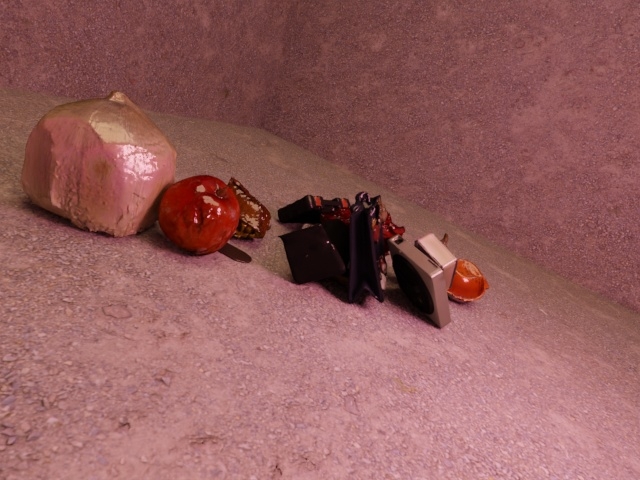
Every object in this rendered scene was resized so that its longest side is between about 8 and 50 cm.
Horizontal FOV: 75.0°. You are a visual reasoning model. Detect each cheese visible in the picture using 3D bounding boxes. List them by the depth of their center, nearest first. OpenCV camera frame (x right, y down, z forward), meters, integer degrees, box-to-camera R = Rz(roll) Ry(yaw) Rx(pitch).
[{"bbox_3d":[0.526,0.159,1.686,0.328,0.129,0.217,2,44,-14],"label":"cheese"}]

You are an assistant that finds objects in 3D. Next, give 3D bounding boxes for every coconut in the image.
[{"bbox_3d":[-0.614,-0.242,1.211,0.404,0.405,0.405,19,20,-7],"label":"coconut"}]

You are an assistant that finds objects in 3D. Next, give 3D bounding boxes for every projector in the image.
[{"bbox_3d":[0.328,0.140,1.421,0.079,0.259,0.257,-29,37,-9],"label":"projector"}]

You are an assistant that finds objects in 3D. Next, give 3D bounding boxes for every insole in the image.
[{"bbox_3d":[-0.368,-0.003,1.371,0.327,0.007,0.111,26,21,11],"label":"insole"}]

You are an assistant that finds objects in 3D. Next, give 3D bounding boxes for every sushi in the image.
[{"bbox_3d":[-0.297,-0.099,1.504,0.296,0.179,0.167,44,1,14],"label":"sushi"}]

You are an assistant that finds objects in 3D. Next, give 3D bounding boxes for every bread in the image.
[{"bbox_3d":[0.060,0.114,1.472,0.094,0.035,0.090,22,20,0],"label":"bread"}]

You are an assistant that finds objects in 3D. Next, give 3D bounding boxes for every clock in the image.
[{"bbox_3d":[0.385,0.083,1.424,0.071,0.192,0.147,-28,54,-12],"label":"clock"}]

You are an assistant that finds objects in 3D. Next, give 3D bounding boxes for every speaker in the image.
[{"bbox_3d":[0.000,0.000,1.402,0.179,0.184,0.388,-15,13,14],"label":"speaker"}]

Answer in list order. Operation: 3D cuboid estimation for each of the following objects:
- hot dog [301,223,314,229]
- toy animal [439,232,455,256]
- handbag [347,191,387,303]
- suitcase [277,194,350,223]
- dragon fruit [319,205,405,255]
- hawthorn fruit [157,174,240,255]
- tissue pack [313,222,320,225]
[{"bbox_3d":[0.009,-0.002,1.639,0.192,0.099,0.053,24,49,-6],"label":"hot dog"},{"bbox_3d":[0.469,0.075,1.821,0.169,0.233,0.121,57,13,-31],"label":"toy animal"},{"bbox_3d":[0.161,0.014,1.384,0.121,0.330,0.303,0,18,11],"label":"handbag"},{"bbox_3d":[-0.023,-0.130,1.815,0.285,0.206,0.066,-2,75,-49],"label":"suitcase"},{"bbox_3d":[0.174,0.002,1.673,0.285,0.228,0.329,-11,25,-23],"label":"dragon fruit"},{"bbox_3d":[-0.333,-0.096,1.234,0.242,0.271,0.242,41,21,-20],"label":"hawthorn fruit"},{"bbox_3d":[-0.011,-0.049,1.839,0.056,0.023,0.108,25,20,7],"label":"tissue pack"}]
